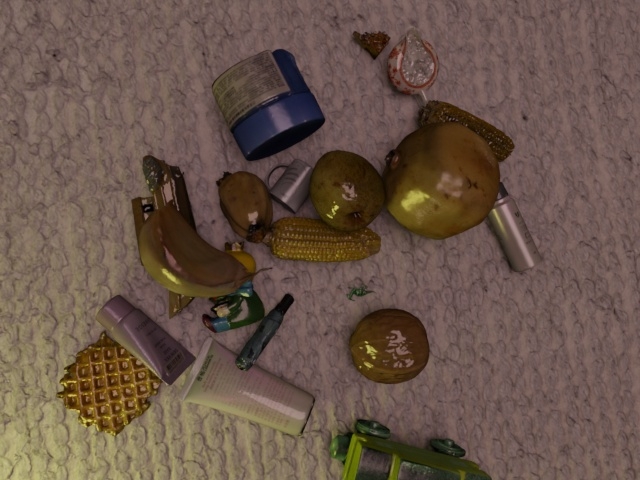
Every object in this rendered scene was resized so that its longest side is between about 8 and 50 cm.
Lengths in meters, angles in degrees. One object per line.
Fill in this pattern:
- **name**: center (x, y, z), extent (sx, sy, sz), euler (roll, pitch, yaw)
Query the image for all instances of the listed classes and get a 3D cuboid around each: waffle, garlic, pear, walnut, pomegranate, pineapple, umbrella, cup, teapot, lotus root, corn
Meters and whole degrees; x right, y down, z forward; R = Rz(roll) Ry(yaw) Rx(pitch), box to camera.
- **waffle**: center (-0.571, 0.390, 1.522), extent (0.245, 0.052, 0.254), euler (39, 83, -3)
- **garlic**: center (-0.309, 0.055, 1.425), extent (0.338, 0.151, 0.196), euler (35, 75, -9)
- **pear**: center (0.075, -0.126, 1.514), extent (0.229, 0.188, 0.211), euler (32, 39, -40)
- **walnut**: center (0.190, 0.295, 1.563), extent (0.228, 0.228, 0.227), euler (0, 87, -9)
- **pomegranate**: center (0.327, -0.170, 1.559), extent (0.333, 0.332, 0.332), euler (0, 87, -9)
- **pineapple**: center (0.148, -0.594, 1.687), extent (0.114, 0.077, 0.114), euler (25, 49, 4)
- **umbrella**: center (-0.152, 0.252, 1.560), extent (0.052, 0.053, 0.250), euler (36, 66, -1)
- **cup**: center (-0.088, -0.165, 1.600), extent (0.136, 0.099, 0.133), euler (38, 83, -6)
- **teapot**: center (0.278, -0.504, 1.668), extent (0.159, 0.116, 0.245), euler (-33, 109, -19)
- **lotus root**: center (-0.201, -0.097, 1.536), extent (0.140, 0.154, 0.256), euler (-19, 52, -11)
- **corn**: center (0.436, -0.327, 1.675), extent (0.318, 0.115, 0.115), euler (19, 84, -17)
- **corn**: center (0.000, 0.000, 1.590), extent (0.347, 0.130, 0.130), euler (3, 86, -9)

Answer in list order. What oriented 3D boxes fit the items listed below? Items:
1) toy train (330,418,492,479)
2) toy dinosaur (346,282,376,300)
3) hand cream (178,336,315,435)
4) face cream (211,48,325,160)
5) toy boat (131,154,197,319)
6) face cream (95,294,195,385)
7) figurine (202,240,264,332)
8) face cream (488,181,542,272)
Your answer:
- **toy train**: center (0.249, 0.629, 1.520), extent (0.442, 0.272, 0.179), euler (16, 87, -7)
- **toy dinosaur**: center (0.118, 0.158, 1.653), extent (0.083, 0.021, 0.062), euler (34, 90, -1)
- **hand cream**: center (-0.192, 0.422, 1.553), extent (0.359, 0.118, 0.185), euler (24, 74, 0)
- **face cream**: center (-0.143, -0.370, 1.528), extent (0.249, 0.249, 0.225), euler (-26, 91, -9)
- **toy boat**: center (-0.423, -0.012, 1.527), extent (0.162, 0.136, 0.445), euler (-11, 89, -4)
- **face cream**: center (-0.472, 0.267, 1.509), extent (0.274, 0.154, 0.096), euler (40, 110, 0)
- **figurine**: center (-0.259, 0.126, 1.555), extent (0.185, 0.127, 0.234), euler (-15, 99, -1)
- **face cream**: center (0.564, -0.059, 1.697), extent (0.092, 0.092, 0.311), euler (-27, 91, -9)
